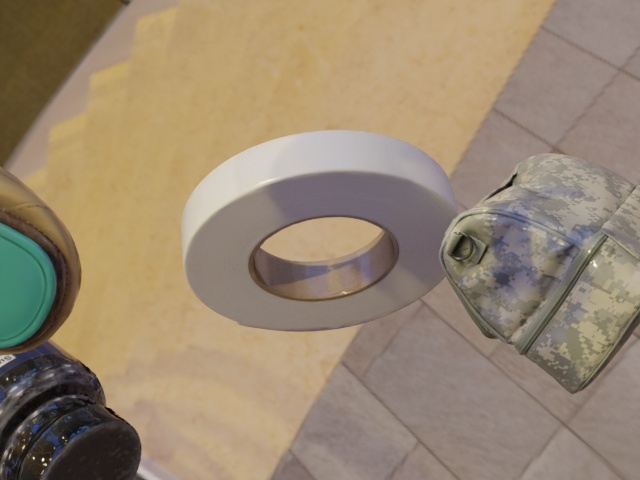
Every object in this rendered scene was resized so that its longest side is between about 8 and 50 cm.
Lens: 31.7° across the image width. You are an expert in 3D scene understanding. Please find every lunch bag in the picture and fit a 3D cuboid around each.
[{"bbox_3d":[0.312,0.016,1.459,0.256,0.305,0.213,38,122,13],"label":"lunch bag"}]

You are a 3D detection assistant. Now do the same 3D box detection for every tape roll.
[{"bbox_3d":[0.000,0.000,1.554,0.392,0.392,0.072,-26,52,22],"label":"tape roll"}]

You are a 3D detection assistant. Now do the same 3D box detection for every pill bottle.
[{"bbox_3d":[-0.239,0.122,0.841,0.219,0.123,0.123,29,84,32],"label":"pill bottle"}]

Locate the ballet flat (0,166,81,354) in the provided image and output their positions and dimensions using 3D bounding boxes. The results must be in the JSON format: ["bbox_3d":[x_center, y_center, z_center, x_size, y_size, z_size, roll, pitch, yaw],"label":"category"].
[{"bbox_3d":[-0.190,-0.029,0.377,0.080,0.232,0.073,-56,20,11],"label":"ballet flat"}]
